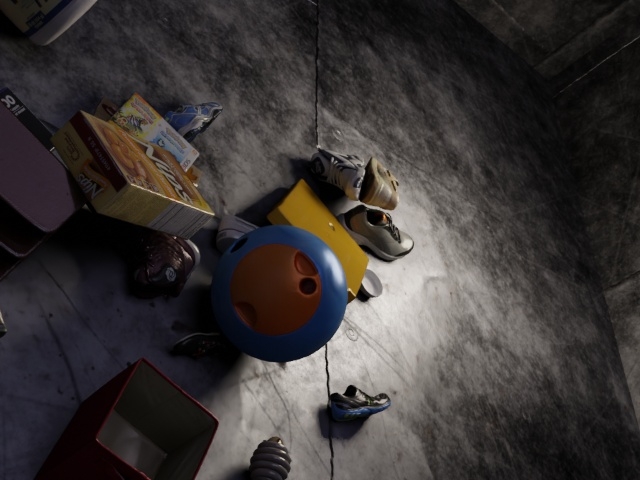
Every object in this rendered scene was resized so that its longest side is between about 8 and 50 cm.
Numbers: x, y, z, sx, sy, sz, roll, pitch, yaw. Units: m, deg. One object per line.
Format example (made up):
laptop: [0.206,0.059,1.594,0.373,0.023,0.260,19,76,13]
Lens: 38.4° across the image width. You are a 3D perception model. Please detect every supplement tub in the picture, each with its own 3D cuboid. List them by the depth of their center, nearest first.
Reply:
supplement tub: [-0.621,-0.598,1.918,0.325,0.235,0.235,46,34,-24]

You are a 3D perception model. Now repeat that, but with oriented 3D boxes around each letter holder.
letter holder: [-0.593,-0.101,1.594,0.302,0.152,0.214,48,51,-11]

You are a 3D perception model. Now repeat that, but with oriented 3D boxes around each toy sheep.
toy sheep: [-0.099,0.446,1.813,0.091,0.091,0.132,34,45,-27]

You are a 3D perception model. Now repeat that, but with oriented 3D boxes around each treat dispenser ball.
treat dispenser ball: [-0.086,0.111,1.931,0.288,0.288,0.288,30,41,-31]

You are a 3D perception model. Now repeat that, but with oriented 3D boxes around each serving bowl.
serving bowl: [0.125,0.115,2.408,0.083,0.027,0.083,30,42,-31]

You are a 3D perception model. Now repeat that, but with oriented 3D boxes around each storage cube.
storage cube: [-0.318,0.349,1.536,0.183,0.193,0.215,43,35,-16]

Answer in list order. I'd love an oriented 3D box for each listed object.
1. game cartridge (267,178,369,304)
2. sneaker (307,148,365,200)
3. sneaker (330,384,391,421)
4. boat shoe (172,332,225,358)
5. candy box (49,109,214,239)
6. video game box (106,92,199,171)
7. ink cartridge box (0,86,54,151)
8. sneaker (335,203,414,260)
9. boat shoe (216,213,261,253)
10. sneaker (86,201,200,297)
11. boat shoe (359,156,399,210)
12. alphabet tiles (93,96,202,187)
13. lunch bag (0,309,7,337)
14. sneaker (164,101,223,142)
game cartridge: [0.000,0.000,2.259,0.285,0.052,0.324,50,18,-6]
sneaker: [0.037,-0.180,2.463,0.152,0.094,0.235,10,28,-2]
sneaker: [0.094,0.368,2.121,0.188,0.067,0.078,2,65,-46]
boat shoe: [-0.244,0.215,1.865,0.133,0.049,0.042,3,51,-54]
candy box: [-0.346,-0.115,1.738,0.183,0.087,0.316,54,12,20]
video game box: [-0.384,-0.207,2.043,0.205,0.048,0.187,44,33,-15]
ink cartridge box: [-0.635,-0.210,1.767,0.208,0.045,0.206,46,37,-11]
sneaker: [0.168,-0.023,2.510,0.271,0.108,0.100,21,44,-40]
boat shoe: [-0.124,0.018,2.144,0.267,0.096,0.088,23,49,-26]
sneaker: [-0.368,0.014,1.844,0.281,0.106,0.163,38,41,-23]
boat shoe: [0.161,-0.149,2.539,0.098,0.109,0.302,26,14,-9]
alphabet tiles: [-0.400,-0.165,2.038,0.285,0.011,0.343,38,38,-22]
lunch bag: [-0.657,0.068,1.396,0.287,0.169,0.235,8,56,-52]
sneaker: [-0.301,-0.301,2.209,0.081,0.080,0.211,42,26,-2]
